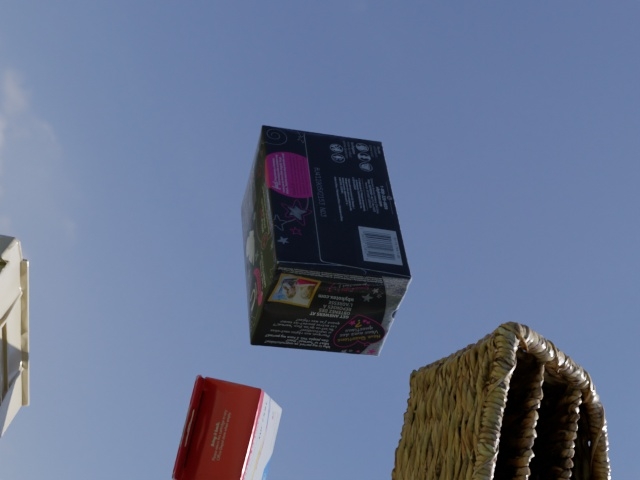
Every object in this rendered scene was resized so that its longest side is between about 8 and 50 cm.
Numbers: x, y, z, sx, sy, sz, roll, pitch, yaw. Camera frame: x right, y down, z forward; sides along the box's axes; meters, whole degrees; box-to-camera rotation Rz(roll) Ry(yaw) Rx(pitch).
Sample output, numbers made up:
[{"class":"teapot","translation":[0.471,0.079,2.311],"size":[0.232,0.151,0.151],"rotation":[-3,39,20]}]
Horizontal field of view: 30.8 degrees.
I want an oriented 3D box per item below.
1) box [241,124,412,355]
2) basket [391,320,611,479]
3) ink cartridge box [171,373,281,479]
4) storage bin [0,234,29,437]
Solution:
[{"class":"box","translation":[0.000,0.000,1.382],"size":[0.247,0.163,0.142],"rotation":[-98,-159,-46]},{"class":"basket","translation":[0.196,0.260,1.119],"size":[0.223,0.214,0.299],"rotation":[137,-31,-63]},{"class":"ink cartridge box","translation":[-0.113,0.252,1.458],"size":[0.231,0.078,0.134],"rotation":[68,33,-74]},{"class":"storage bin","translation":[-0.492,0.108,1.389],"size":[0.123,0.262,0.260],"rotation":[-68,168,-60]}]
